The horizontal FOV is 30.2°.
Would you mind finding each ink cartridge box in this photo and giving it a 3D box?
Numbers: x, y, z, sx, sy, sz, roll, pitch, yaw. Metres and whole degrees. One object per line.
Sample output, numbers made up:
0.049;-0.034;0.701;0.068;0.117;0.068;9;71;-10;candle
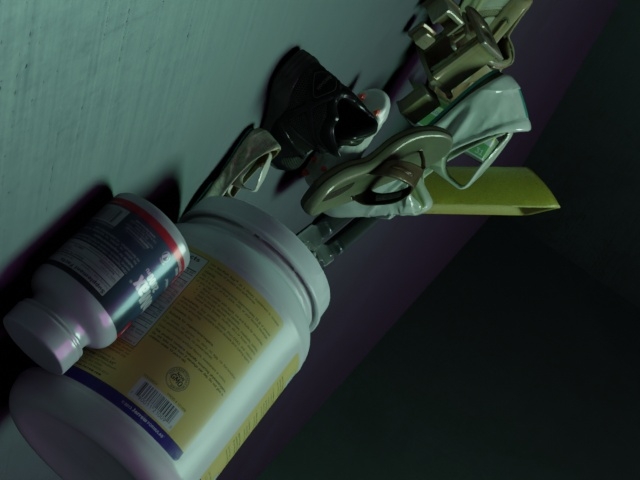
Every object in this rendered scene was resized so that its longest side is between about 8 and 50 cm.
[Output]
0.232;-0.206;2.122;0.056;0.171;0.235;-60;168;4;ink cartridge box

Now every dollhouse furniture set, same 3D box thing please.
0.161;-0.305;1.878;0.182;0.101;0.161;-35;137;23;dollhouse furniture set

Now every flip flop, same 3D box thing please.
0.095;-0.092;1.804;0.277;0.080;0.112;-25;155;-32;flip flop

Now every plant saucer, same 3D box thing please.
0.265;-0.096;2.285;0.333;0.333;0.080;114;-23;-88;plant saucer

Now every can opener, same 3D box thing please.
0.000;0.000;2.120;0.095;0.076;0.283;-22;-170;36;can opener

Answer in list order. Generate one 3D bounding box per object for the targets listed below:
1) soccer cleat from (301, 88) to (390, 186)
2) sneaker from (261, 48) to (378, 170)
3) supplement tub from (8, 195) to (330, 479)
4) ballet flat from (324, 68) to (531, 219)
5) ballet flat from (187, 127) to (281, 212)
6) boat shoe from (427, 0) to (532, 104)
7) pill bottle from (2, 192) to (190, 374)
0.045;-0.153;1.796;0.076;0.068;0.196;-9;143;-55;soccer cleat
-0.005;-0.134;1.515;0.087;0.130;0.227;-45;168;-28;sneaker
-0.162;0.132;1.350;0.331;0.241;0.241;-51;169;-31;supplement tub
0.175;-0.120;1.956;0.400;0.139;0.139;-36;176;23;ballet flat
-0.110;-0.065;1.482;0.168;0.052;0.057;-55;168;6;ballet flat
0.282;-0.331;2.112;0.121;0.110;0.341;-48;167;-28;boat shoe
-0.228;0.046;1.205;0.180;0.108;0.108;-47;167;-27;pill bottle
